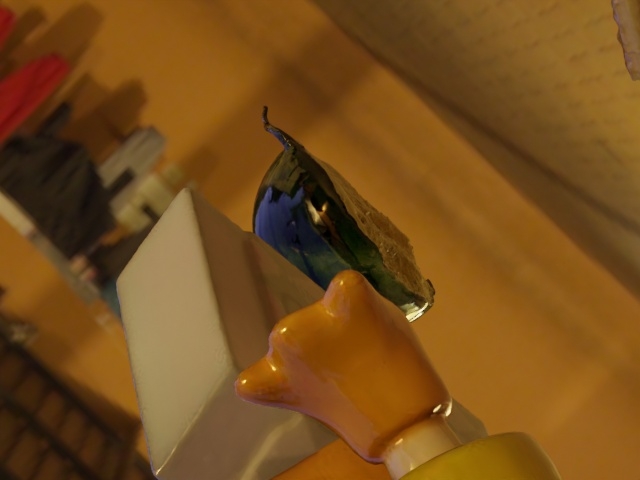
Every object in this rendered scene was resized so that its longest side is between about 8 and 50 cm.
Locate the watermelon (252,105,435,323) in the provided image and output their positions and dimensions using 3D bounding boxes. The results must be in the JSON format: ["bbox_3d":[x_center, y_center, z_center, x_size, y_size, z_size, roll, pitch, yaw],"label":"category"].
[{"bbox_3d":[0.005,0.006,1.418,0.232,0.127,0.204,45,-172,-26],"label":"watermelon"}]

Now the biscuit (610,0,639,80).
[{"bbox_3d":[0.221,-0.223,0.995,0.188,0.040,0.265,31,-124,-58],"label":"biscuit"}]

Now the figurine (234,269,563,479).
[{"bbox_3d":[0.101,0.165,0.448,0.344,0.187,0.215,46,167,29],"label":"figurine"}]

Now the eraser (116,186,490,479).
[{"bbox_3d":[0.020,0.147,1.042,0.397,0.082,0.213,40,-159,-41],"label":"eraser"}]
